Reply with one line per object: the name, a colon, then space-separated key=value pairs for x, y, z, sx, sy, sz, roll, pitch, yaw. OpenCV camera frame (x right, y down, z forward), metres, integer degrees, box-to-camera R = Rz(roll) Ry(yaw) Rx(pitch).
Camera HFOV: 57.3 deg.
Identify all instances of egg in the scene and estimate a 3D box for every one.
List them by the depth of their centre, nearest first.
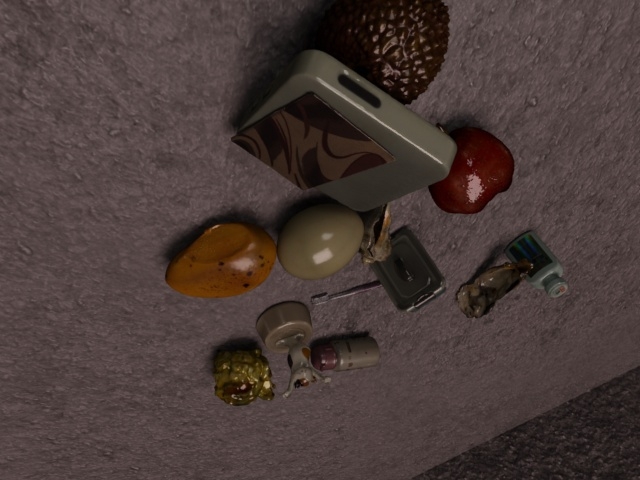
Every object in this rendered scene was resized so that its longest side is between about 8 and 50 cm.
egg: x=0.000 y=0.000 z=1.529 sx=0.242 sy=0.186 sz=0.186 roll=-34 pitch=138 yaw=-5

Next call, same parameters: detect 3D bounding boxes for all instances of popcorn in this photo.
popcorn: x=-0.245 y=0.431 z=1.854 sx=0.189 sy=0.169 sz=0.218 roll=-6 pitch=145 yaw=-11

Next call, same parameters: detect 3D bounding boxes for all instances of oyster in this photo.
oyster: x=0.590 y=0.158 z=1.970 sx=0.079 sy=0.128 sz=0.345 roll=2 pitch=147 yaw=-35

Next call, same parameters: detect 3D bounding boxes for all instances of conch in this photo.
conch: x=0.154 y=-0.023 z=1.614 sx=0.130 sy=0.155 sz=0.207 roll=18 pitch=106 yaw=-11

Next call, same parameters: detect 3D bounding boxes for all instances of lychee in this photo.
lychee: x=0.130 y=-0.392 z=1.169 sx=0.268 sy=0.267 sz=0.267 roll=-13 pitch=136 yaw=-13

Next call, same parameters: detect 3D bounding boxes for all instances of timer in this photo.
timer: x=-0.076 y=0.338 z=1.765 sx=0.175 sy=0.266 sz=0.175 roll=-14 pitch=136 yaw=-14

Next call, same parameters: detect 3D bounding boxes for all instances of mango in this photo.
mango: x=-0.250 y=0.062 z=1.497 sx=0.290 sy=0.159 sz=0.191 roll=-18 pitch=146 yaw=-3

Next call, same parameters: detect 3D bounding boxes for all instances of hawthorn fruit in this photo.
hawthorn fruit: x=0.370 y=-0.197 z=1.502 sx=0.230 sy=0.210 sz=0.266 roll=-31 pitch=126 yaw=10

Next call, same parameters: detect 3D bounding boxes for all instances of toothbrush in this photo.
toothbrush: x=0.140 y=0.148 z=1.861 sx=0.354 sy=0.024 sz=0.029 roll=-14 pitch=128 yaw=-12

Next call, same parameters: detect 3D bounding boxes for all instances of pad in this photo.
pad: x=-0.028 y=-0.187 z=1.198 sx=0.220 sy=0.004 sz=0.330 roll=33 pitch=157 yaw=-27

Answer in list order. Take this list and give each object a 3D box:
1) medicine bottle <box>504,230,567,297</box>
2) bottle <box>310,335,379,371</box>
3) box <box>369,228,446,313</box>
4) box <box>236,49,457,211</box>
medicine bottle: x=0.715 y=0.084 z=1.918 sx=0.121 sy=0.229 sz=0.083 roll=-40 pitch=137 yaw=16
bottle: x=0.079 y=0.393 z=2.012 sx=0.233 sy=0.110 sz=0.110 roll=-2 pitch=133 yaw=-23
box: x=0.261 y=0.097 z=1.729 sx=0.162 sy=0.227 sz=0.130 roll=-36 pitch=151 yaw=11
box: x=0.041 y=-0.207 z=1.216 sx=0.367 sy=0.090 sz=0.373 roll=30 pitch=159 yaw=-20
